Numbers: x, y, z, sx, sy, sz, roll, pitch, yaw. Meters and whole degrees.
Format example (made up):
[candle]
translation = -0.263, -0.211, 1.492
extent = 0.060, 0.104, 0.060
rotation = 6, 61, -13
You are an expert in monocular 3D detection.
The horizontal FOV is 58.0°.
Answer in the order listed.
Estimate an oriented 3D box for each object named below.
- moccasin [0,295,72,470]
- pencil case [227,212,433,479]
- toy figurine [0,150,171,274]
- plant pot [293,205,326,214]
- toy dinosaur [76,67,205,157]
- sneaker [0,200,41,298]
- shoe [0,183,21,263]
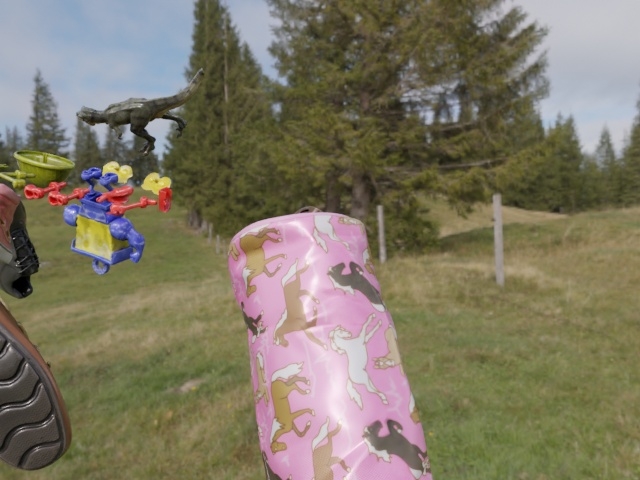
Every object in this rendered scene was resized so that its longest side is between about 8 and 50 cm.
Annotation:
[moccasin]
translation = -0.503, 0.172, 0.866
extent = 0.139, 0.380, 0.147
rotation = -39, 4, -13
[pencil case]
translation = 0.004, 0.159, 0.599
extent = 0.167, 0.385, 0.160
rotation = 0, -26, -25
[toy figurine]
translation = -0.465, -0.029, 1.116
extent = 0.363, 0.217, 0.191
rotation = 16, 28, 17
[plant pot]
translation = 0.000, 0.000, 1.513
extent = 0.167, 0.166, 0.165
rotation = 0, -23, 37
[toy dinosaur]
translation = -0.311, -0.223, 1.053
extent = 0.268, 0.064, 0.118
rotation = -13, -37, 12
[sneaker]
translation = -0.737, 0.019, 1.401
extent = 0.130, 0.286, 0.109
rotation = 30, 37, 18
[shoe]
translation = -0.409, -0.023, 0.723
extent = 0.064, 0.081, 0.178
rotation = 25, -16, -17
